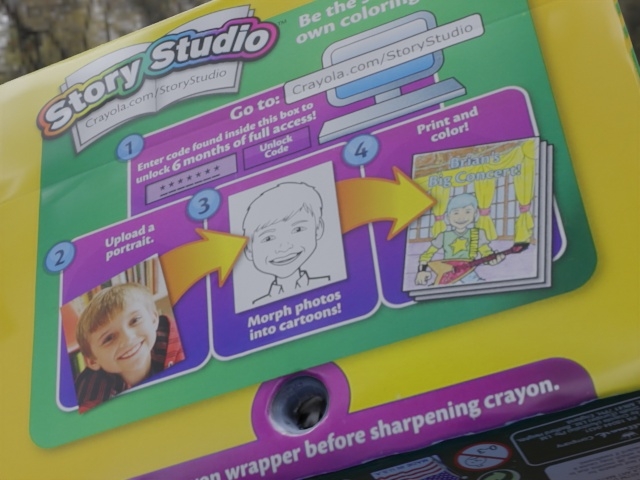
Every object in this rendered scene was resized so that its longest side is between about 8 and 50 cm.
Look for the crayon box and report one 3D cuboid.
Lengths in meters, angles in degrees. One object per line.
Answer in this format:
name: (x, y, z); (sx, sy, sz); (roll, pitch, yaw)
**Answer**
crayon box: (0.000, 0.000, 0.666); (0.363, 0.313, 0.106); (-18, -38, 16)
